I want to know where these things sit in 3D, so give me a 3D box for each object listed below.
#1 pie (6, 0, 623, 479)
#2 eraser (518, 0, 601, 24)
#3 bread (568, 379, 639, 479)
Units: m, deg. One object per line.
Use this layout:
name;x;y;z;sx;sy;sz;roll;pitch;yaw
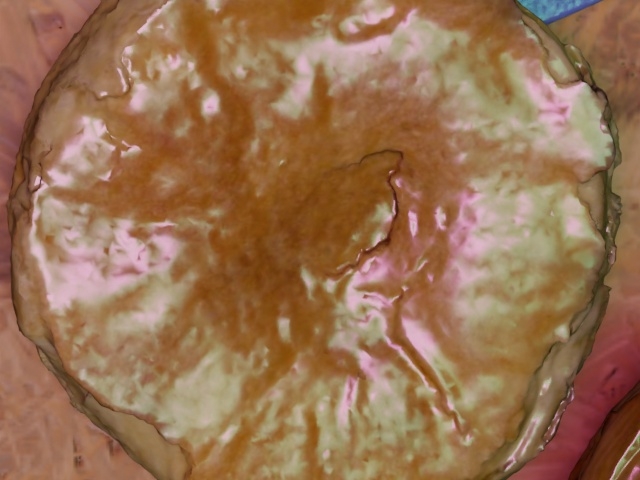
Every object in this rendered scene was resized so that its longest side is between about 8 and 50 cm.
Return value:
pie;0.000;0.000;0.928;0.340;0.083;0.339;-2;107;-6
eraser;0.122;-0.150;0.960;0.085;0.027;0.063;-23;102;-4
bread;0.221;0.225;0.973;0.278;0.167;0.324;19;88;-11
